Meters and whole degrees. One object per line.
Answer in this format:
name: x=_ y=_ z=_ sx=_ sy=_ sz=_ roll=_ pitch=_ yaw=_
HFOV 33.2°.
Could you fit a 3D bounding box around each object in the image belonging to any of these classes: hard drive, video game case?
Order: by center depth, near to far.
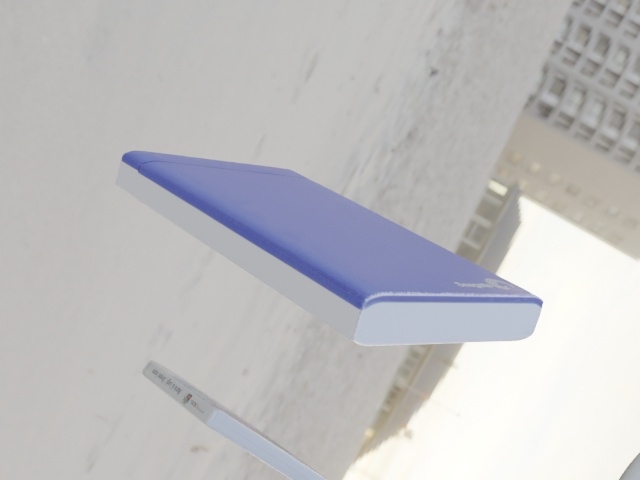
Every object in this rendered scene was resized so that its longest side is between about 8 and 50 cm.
hard drive: x=0.000 y=0.000 z=0.898 sx=0.210 sy=0.318 sz=0.040 roll=4 pitch=109 yaw=-44
video game case: x=-0.066 y=0.164 z=0.912 sx=0.019 sy=0.157 sz=0.143 roll=-55 pitch=-150 yaw=-9

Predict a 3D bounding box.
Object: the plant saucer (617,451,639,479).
plant saucer: x=0.487 y=0.386 z=1.173 sx=0.400 sy=0.400 sz=0.100 roll=-60 pitch=172 yaw=-20
